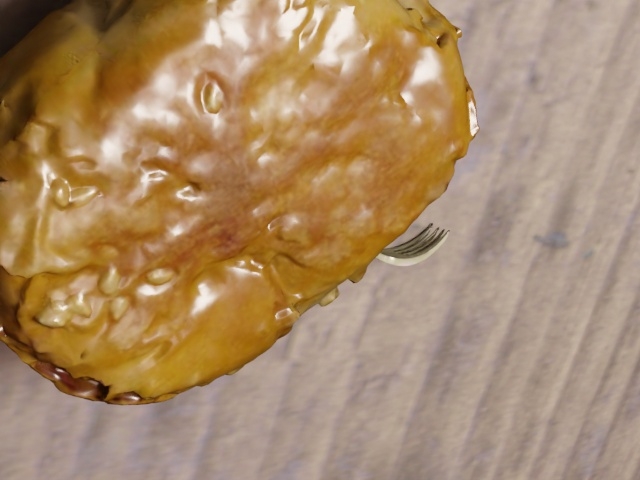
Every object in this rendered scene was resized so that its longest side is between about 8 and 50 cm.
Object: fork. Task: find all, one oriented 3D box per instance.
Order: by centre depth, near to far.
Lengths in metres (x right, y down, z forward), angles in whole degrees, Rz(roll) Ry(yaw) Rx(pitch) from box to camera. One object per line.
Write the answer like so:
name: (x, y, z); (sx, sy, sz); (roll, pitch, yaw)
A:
fork: (-0.001, 0.006, 0.953); (0.219, 0.034, 0.028); (-2, 110, -34)

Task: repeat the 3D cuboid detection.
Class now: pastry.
pastry: (-0.069, -0.053, 0.784); (0.311, 0.162, 0.255); (-35, 129, -9)
